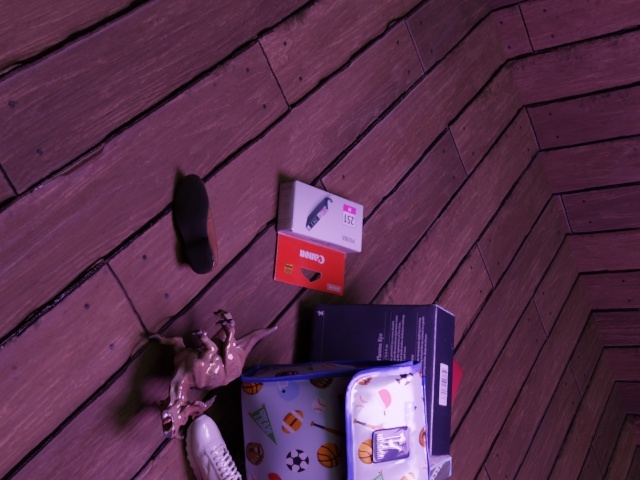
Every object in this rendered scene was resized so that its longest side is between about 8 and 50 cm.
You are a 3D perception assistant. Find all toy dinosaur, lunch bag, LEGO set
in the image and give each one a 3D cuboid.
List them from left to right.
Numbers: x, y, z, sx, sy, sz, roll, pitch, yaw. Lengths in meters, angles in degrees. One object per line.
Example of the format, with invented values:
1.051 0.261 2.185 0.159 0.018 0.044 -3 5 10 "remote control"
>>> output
-0.222 0.261 1.634 0.295 0.127 0.201 -19 102 -33 "toy dinosaur"
-0.178 0.493 1.770 0.083 0.023 0.054 -35 112 -47 "LEGO set"
0.036 0.421 1.725 0.239 0.385 0.328 3 84 -84 "lunch bag"

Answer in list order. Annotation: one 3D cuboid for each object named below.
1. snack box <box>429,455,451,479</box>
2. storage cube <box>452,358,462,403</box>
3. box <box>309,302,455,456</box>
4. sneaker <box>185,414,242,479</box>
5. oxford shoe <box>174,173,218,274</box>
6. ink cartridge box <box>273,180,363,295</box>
0.138 0.565 1.953 0.321 0.187 0.060 -17 116 -34 "snack box"
0.243 0.370 2.171 0.193 0.183 0.215 51 49 -34 "storage cube"
0.144 0.329 1.933 0.179 0.312 0.344 31 62 -63 "box"
-0.209 0.473 1.682 0.090 0.094 0.235 -21 100 -48 "sneaker"
-0.259 -0.034 1.722 0.076 0.076 0.212 1 81 -81 "oxford shoe"
0.000 0.000 2.024 0.275 0.060 0.239 17 71 -48 "ink cartridge box"
